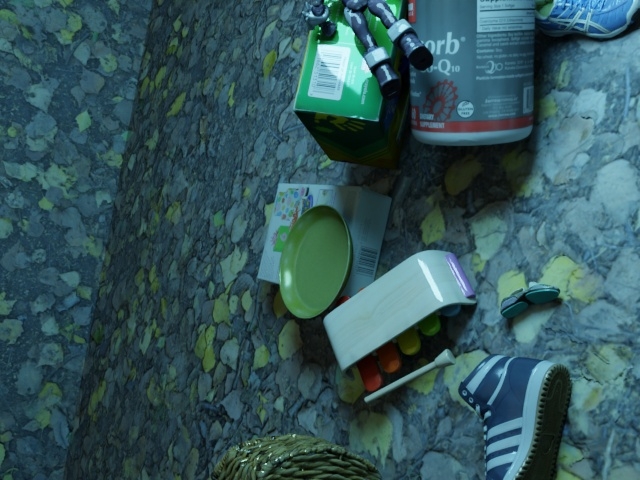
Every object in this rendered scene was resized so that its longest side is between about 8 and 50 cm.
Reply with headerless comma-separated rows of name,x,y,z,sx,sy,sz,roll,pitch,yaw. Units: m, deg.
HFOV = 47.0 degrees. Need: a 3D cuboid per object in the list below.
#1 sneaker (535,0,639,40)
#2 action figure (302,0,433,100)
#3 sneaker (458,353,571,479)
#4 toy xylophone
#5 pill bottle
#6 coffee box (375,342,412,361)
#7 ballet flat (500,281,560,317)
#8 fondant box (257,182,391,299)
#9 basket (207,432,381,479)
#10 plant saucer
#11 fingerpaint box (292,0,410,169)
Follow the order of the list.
sneaker,0.429,-0.379,1.215,0.211,0.081,0.080,10,86,55
action figure,0.068,-0.376,1.189,0.185,0.099,0.285,-33,75,19
sneaker,0.280,0.313,1.148,0.153,0.099,0.282,10,79,50
toy xylophone,0.137,0.165,1.355,0.322,0.081,0.236,-29,59,29
pill bottle,0.253,-0.352,1.239,0.210,0.210,0.363,18,116,55
coffee box,0.113,0.185,1.477,0.184,0.040,0.113,-12,68,51
ballet flat,0.340,0.089,1.204,0.114,0.041,0.041,-35,51,42
fondant box,0.000,0.000,1.656,0.330,0.096,0.238,9,85,54
basket,-0.065,0.470,1.393,0.223,0.299,0.214,-1,77,54
plant saucer,-0.004,0.046,1.532,0.241,0.037,0.241,-22,62,48
fingerpaint box,0.105,-0.398,1.425,0.163,0.371,0.445,10,84,12
